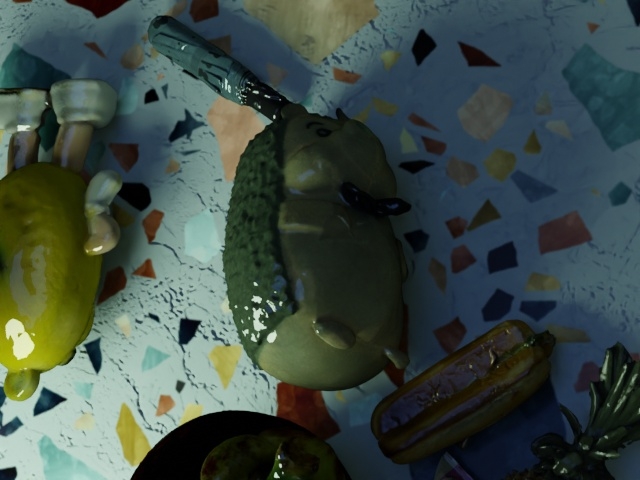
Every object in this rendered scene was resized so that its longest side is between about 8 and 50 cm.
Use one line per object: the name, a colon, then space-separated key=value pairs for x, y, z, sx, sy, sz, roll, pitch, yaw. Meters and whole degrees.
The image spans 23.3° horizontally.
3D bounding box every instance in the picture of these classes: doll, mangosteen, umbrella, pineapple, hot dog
doll: x=0.000 y=0.000 z=1.860 sx=0.247 sy=0.247 sz=0.350 roll=-23 pitch=57 yaw=20
mangosteen: x=-0.094 y=0.345 z=1.793 sx=0.297 sy=0.313 sz=0.297 roll=0 pitch=97 yaw=2
umbrella: x=-0.137 y=-0.225 z=2.055 sx=0.250 sy=0.052 sz=0.053 roll=37 pitch=97 yaw=27
doll: x=-0.397 y=-0.031 z=2.098 sx=0.348 sy=0.161 sz=0.423 roll=27 pitch=92 yaw=40
pineapple: x=0.283 y=0.248 z=1.744 sx=0.277 sy=0.119 sz=0.130 roll=-47 pitch=21 yaw=10
hot dog: x=0.174 y=0.182 z=1.828 sx=0.250 sy=0.076 sz=0.104 roll=-34 pitch=49 yaw=13

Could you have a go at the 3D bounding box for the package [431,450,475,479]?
package: x=0.141 y=0.298 z=1.844 sx=0.059 sy=0.029 sz=0.083 roll=48 pitch=108 yaw=20
